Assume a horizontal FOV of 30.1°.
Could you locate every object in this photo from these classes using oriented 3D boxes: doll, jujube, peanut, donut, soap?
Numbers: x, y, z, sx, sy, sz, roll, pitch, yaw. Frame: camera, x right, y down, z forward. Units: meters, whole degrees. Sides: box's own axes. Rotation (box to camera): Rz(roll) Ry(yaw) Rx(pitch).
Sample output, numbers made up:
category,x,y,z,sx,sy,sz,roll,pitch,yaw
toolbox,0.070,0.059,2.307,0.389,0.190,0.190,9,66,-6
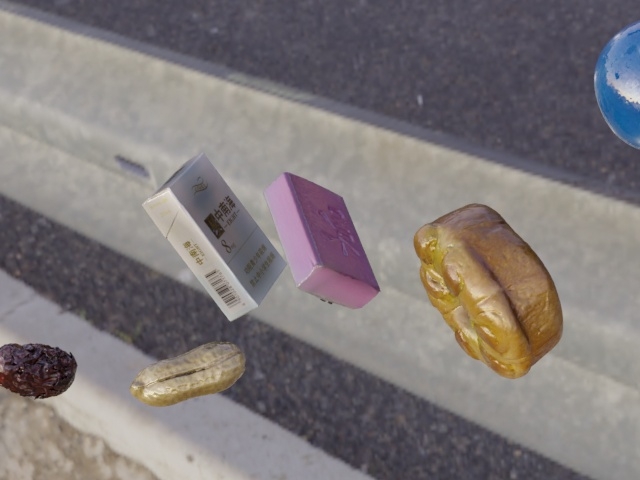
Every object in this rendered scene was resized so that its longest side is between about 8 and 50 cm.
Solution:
category,x,y,z,sx,sy,sz,roll,pitch,yaw
doll,0.431,-0.193,1.476,0.161,0.215,0.257,-8,11,22
jujube,-0.488,0.217,1.993,0.166,0.104,0.104,14,15,-42
peanut,-0.194,0.199,1.750,0.174,0.080,0.080,-16,35,-6
donut,0.210,0.063,1.498,0.114,0.226,0.226,-32,39,-11
soap,0.001,-0.001,2.334,0.081,0.181,0.259,-41,47,25

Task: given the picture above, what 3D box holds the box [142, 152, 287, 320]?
category,x,y,z,sx,sy,sz,roll,pitch,yaw
box,-0.169,-0.008,1.942,0.067,0.243,0.155,-30,13,28
